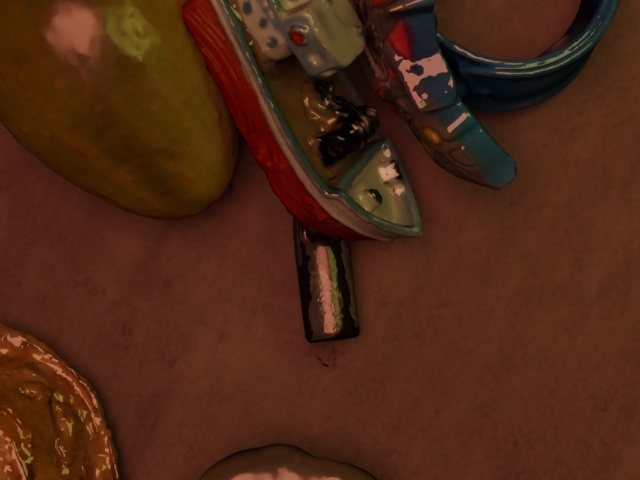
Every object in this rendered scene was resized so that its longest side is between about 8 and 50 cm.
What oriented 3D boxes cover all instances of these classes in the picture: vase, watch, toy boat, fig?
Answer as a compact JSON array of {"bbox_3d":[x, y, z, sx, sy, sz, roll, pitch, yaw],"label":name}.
[{"bbox_3d":[0.000,0.000,1.914,0.060,0.060,0.211,-9,84,7],"label":"vase"},{"bbox_3d":[0.182,-0.223,1.838,0.274,0.241,0.305,-27,83,-9],"label":"watch"},{"bbox_3d":[0.005,-0.136,1.816,0.133,0.145,0.332,-17,111,36],"label":"toy boat"},{"bbox_3d":[-0.205,-0.170,1.865,0.258,0.258,0.326,-34,96,4],"label":"fig"}]

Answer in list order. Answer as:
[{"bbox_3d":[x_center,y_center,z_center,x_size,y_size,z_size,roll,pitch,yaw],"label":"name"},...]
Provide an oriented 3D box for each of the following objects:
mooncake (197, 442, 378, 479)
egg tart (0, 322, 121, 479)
[{"bbox_3d":[-0.040,0.339,1.859,0.275,0.135,0.275,-1,82,6],"label":"mooncake"},{"bbox_3d":[-0.378,0.244,1.915,0.341,0.129,0.341,-1,84,7],"label":"egg tart"}]
